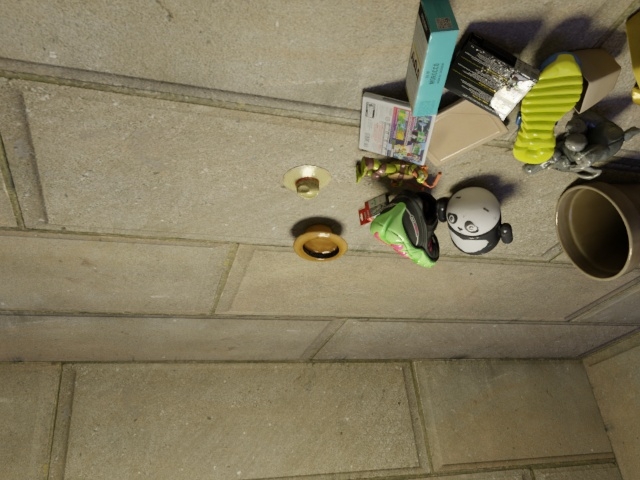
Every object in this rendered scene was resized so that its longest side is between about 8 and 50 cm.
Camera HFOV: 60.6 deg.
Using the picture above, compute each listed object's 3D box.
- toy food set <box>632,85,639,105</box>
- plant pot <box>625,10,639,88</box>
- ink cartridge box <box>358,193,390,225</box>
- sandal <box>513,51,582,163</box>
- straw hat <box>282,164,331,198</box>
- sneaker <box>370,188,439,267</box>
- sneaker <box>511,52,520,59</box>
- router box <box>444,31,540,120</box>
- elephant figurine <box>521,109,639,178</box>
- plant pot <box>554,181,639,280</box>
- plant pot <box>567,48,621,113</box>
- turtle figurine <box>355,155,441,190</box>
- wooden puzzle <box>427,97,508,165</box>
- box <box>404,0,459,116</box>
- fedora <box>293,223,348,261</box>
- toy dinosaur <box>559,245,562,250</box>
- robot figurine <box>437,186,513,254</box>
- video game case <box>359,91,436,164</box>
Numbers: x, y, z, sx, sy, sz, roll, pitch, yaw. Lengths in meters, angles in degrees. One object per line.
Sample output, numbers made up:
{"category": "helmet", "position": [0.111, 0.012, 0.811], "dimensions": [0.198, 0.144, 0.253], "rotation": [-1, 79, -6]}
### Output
{"category": "toy food set", "position": [0.903, -0.382, 1.403], "dimensions": [0.217, 0.071, 0.128], "rotation": [13, 173, -26]}
{"category": "plant pot", "position": [0.783, -0.416, 1.182], "dimensions": [0.187, 0.212, 0.212], "rotation": [-13, 154, 37]}
{"category": "ink cartridge box", "position": [0.168, -0.097, 1.752], "dimensions": [0.115, 0.063, 0.029], "rotation": [-22, 149, 26]}
{"category": "sandal", "position": [0.542, -0.336, 1.338], "dimensions": [0.126, 0.138, 0.317], "rotation": [9, 150, 6]}
{"category": "straw hat", "position": [-0.037, -0.156, 1.605], "dimensions": [0.144, 0.061, 0.144], "rotation": [-5, 152, -3]}
{"category": "sneaker", "position": [0.312, -0.042, 1.721], "dimensions": [0.202, 0.185, 0.482], "rotation": [-56, 161, 6]}
{"category": "sneaker", "position": [0.440, -0.375, 1.302], "dimensions": [0.053, 0.061, 0.152], "rotation": [26, 147, 9]}
{"category": "router box", "position": [0.382, -0.370, 1.246], "dimensions": [0.178, 0.046, 0.133], "rotation": [29, 145, -3]}
{"category": "elephant figurine", "position": [0.719, -0.249, 1.539], "dimensions": [0.169, 0.186, 0.239], "rotation": [-48, 167, -14]}
{"category": "plant pot", "position": [0.990, -0.064, 1.789], "dimensions": [0.280, 0.323, 0.323], "rotation": [-18, 154, -14]}
{"category": "plant pot", "position": [0.639, -0.388, 1.294], "dimensions": [0.096, 0.109, 0.109], "rotation": [-21, 150, 1]}
{"category": "turtle figurine", "position": [0.218, -0.196, 1.542], "dimensions": [0.217, 0.087, 0.269], "rotation": [4, -178, -10]}
{"category": "wooden puzzle", "position": [0.360, -0.298, 1.460], "dimensions": [0.220, 0.044, 0.238], "rotation": [-25, 151, 29]}
{"category": "box", "position": [0.238, -0.392, 1.198], "dimensions": [0.060, 0.101, 0.244], "rotation": [-6, 152, -4]}
{"category": "fedora", "position": [0.000, 0.000, 1.876], "dimensions": [0.194, 0.079, 0.194], "rotation": [-1, 147, -1]}
{"category": "toy dinosaur", "position": [1.046, 0.002, 2.062], "dimensions": [0.160, 0.121, 0.313], "rotation": [21, 139, -18]}
{"category": "robot figurine", "position": [0.500, -0.055, 1.783], "dimensions": [0.209, 0.174, 0.278], "rotation": [-15, 151, 11]}
{"category": "video game case", "position": [0.192, -0.282, 1.394], "dimensions": [0.183, 0.023, 0.201], "rotation": [17, 152, 10]}
